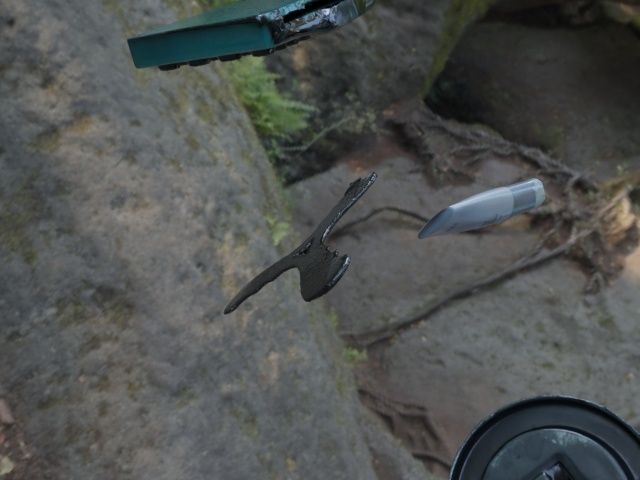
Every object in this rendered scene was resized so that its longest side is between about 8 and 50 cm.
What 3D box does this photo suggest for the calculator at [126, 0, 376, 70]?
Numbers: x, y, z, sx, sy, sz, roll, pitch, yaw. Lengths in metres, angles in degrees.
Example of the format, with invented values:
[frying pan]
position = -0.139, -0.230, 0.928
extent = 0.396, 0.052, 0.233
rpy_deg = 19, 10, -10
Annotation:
[calculator]
position = -0.085, -0.280, 1.127
extent = 0.274, 0.248, 0.058
rpy_deg = -40, 121, -52

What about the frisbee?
[frisbee]
position = 0.000, 0.000, 0.817
extent = 0.012, 0.211, 0.187
rpy_deg = 46, 66, -16

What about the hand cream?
[hand cream]
position = 0.238, -0.046, 1.247
extent = 0.255, 0.079, 0.048
rpy_deg = -14, 64, -42

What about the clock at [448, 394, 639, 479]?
[clock]
position = 0.298, 0.336, 1.078
extent = 0.055, 0.280, 0.281
rpy_deg = 39, 29, -58
